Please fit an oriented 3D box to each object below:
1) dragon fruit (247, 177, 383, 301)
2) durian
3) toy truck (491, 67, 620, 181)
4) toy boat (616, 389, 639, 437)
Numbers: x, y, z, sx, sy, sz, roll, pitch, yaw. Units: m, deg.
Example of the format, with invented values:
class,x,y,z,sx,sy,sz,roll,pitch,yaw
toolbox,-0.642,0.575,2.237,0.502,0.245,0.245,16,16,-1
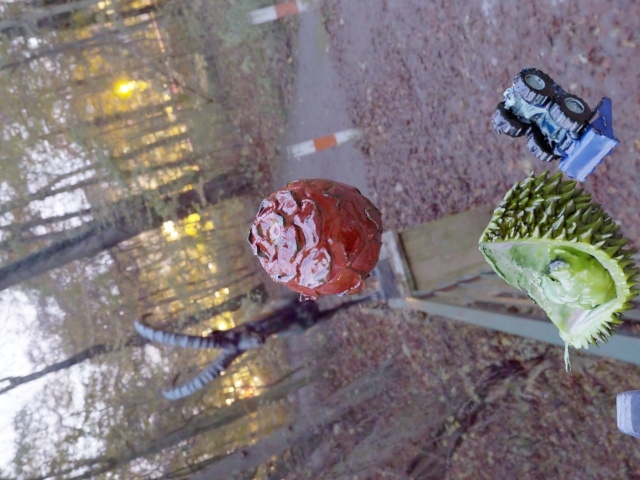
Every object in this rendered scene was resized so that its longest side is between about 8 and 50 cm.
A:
class,x,y,z,sx,sy,sz,roll,pitch,yaw
dragon fruit,-0.006,-0.007,1.181,0.241,0.252,0.241,165,90,-75
durian,0.344,0.030,0.883,0.355,0.169,0.158,45,-159,-37
toy truck,0.421,-0.213,1.113,0.208,0.126,0.113,41,144,11
toy boat,0.841,0.408,1.456,0.078,0.282,0.127,62,-149,-69
